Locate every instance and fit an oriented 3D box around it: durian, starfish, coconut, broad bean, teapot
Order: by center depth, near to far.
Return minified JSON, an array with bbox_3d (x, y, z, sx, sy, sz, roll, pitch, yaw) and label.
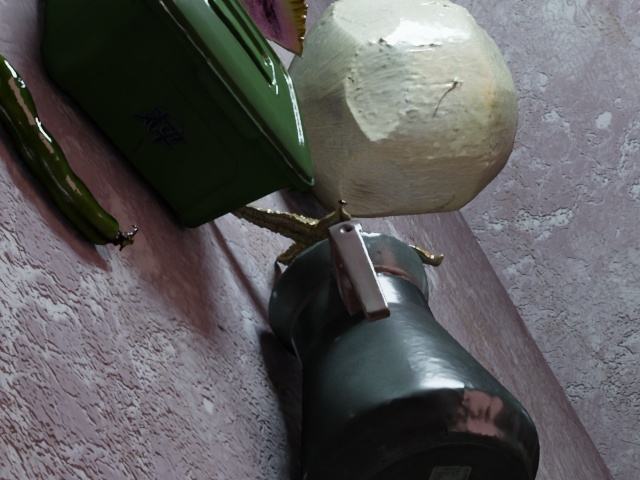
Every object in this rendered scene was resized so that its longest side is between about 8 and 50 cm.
[{"bbox_3d":[-0.246,-0.075,1.267,0.227,0.039,0.069,56,21,-22],"label":"broad bean"},{"bbox_3d":[0.069,0.152,1.501,0.344,0.253,0.300,-114,-169,-50],"label":"teapot"},{"bbox_3d":[-0.093,-0.385,1.686,0.341,0.112,0.191,48,25,-53],"label":"durian"},{"bbox_3d":[-0.001,0.006,1.710,0.231,0.295,0.048,102,0,-72],"label":"starfish"},{"bbox_3d":[0.095,-0.202,2.102,0.346,0.360,0.346,180,-90,-69],"label":"coconut"}]

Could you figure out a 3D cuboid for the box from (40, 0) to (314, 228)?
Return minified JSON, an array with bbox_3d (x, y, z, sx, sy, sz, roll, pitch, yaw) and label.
[{"bbox_3d":[-0.161,-0.189,1.528,0.328,0.178,0.252,53,17,-35],"label":"box"}]
